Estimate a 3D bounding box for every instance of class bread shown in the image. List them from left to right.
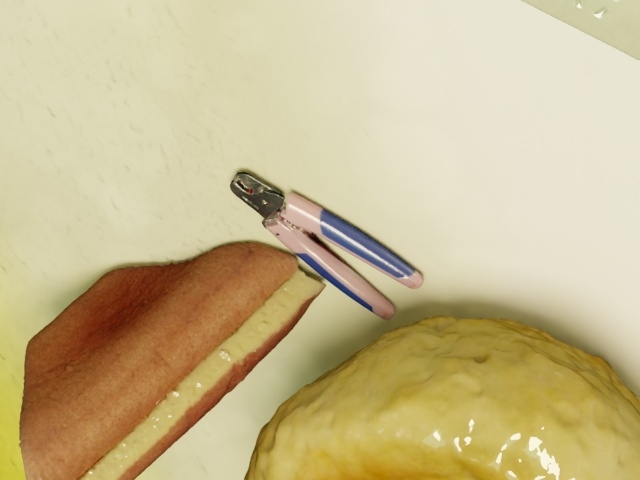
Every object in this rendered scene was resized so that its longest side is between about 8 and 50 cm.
[{"bbox_3d":[-0.096,0.068,0.998,0.119,0.192,0.067,25,149,53],"label":"bread"},{"bbox_3d":[0.089,0.139,0.969,0.244,0.134,0.244,12,131,14],"label":"bread"}]

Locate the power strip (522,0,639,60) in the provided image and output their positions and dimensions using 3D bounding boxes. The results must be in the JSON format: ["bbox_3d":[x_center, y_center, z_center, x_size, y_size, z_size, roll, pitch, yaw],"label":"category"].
[{"bbox_3d":[0.178,-0.097,0.825,0.252,0.027,0.060,27,130,0],"label":"power strip"}]

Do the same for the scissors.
[{"bbox_3d":[0.000,0.000,0.973,0.113,0.012,0.039,34,129,-6],"label":"scissors"}]
